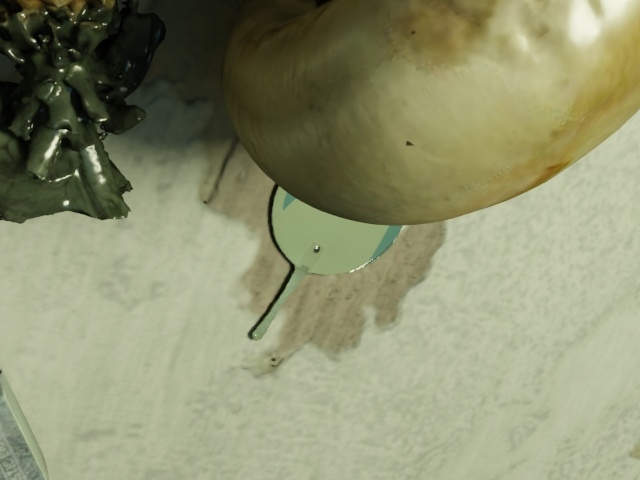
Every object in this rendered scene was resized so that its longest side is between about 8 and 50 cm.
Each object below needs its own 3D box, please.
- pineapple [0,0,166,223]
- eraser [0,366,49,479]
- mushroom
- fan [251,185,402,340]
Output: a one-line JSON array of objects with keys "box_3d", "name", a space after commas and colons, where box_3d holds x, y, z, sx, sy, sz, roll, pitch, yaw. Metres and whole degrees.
[{"box_3d": [-0.144, -0.114, 0.577, 0.111, 0.119, 0.237, -52, 151, -55], "name": "pineapple"}, {"box_3d": [-0.285, 0.164, 0.673, 0.212, 0.046, 0.092, -25, 124, -15], "name": "eraser"}, {"box_3d": [0.049, -0.169, 0.561, 0.292, 0.292, 0.290, -38, 109, -6], "name": "mushroom"}, {"box_3d": [0.000, 0.000, 0.765, 0.113, 0.005, 0.175, 29, 99, -35], "name": "fan"}]
